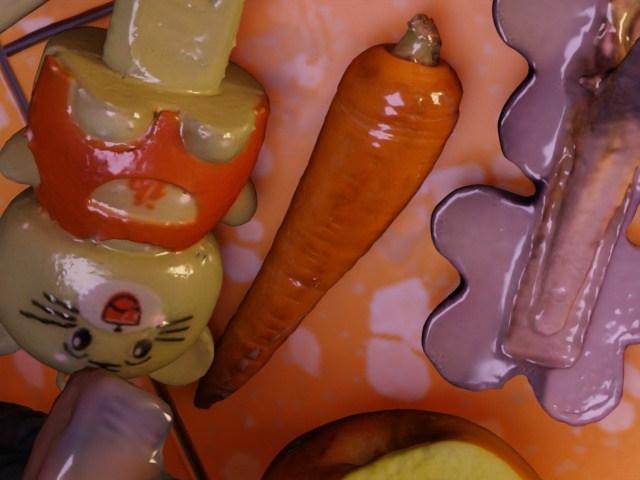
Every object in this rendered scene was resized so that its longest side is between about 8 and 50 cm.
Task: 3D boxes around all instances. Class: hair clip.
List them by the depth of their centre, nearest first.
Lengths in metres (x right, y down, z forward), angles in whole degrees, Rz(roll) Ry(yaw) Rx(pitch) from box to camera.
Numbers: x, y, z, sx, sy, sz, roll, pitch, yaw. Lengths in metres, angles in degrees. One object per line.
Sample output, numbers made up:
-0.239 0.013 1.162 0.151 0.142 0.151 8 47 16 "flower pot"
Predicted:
0.133 -0.027 0.773 0.146 0.075 0.257 10 120 -9 "hair clip"

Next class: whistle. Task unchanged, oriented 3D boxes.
-0.088 -0.040 0.785 0.131 0.106 0.288 12 117 -15 "whistle"

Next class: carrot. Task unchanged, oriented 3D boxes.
0.000 0.000 0.816 0.061 0.061 0.256 29 116 0 "carrot"

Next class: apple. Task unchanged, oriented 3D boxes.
0.040 0.160 0.808 0.146 0.163 0.147 -21 95 -25 "apple"

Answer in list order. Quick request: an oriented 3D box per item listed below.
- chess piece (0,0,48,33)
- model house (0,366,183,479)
-0.258 -0.104 0.771 0.299 0.194 0.194 -30 102 11 "chess piece"
-0.256 0.208 0.735 0.445 0.395 0.400 25 84 -23 "model house"
